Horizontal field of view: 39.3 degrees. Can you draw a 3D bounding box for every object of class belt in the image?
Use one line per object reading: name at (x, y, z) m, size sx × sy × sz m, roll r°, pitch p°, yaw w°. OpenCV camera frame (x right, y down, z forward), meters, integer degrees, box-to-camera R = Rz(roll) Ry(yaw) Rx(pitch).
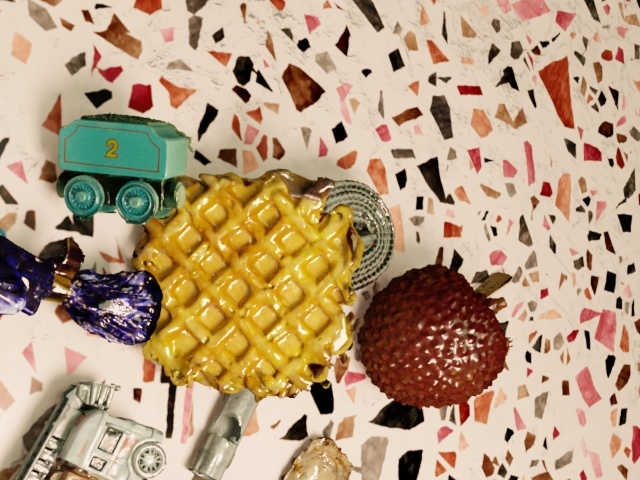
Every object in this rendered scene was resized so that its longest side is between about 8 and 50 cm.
belt at (0.000, 0.000, 1.624) m, size 0.295 × 0.160 × 0.207 m, roll -10°, pitch 93°, yaw -39°

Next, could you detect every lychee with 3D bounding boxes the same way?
lychee at (0.222, 0.187, 1.726) m, size 0.304 × 0.276 × 0.275 m, roll -28°, pitch 107°, yaw -2°

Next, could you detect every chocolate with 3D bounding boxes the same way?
chocolate at (-0.391, 0.064, 1.293) m, size 0.343 × 0.126 × 0.148 m, roll 22°, pitch 74°, yaw -47°

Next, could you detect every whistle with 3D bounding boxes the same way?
whistle at (-0.133, 0.270, 1.562) m, size 0.062 × 0.062 × 0.312 m, roll 40°, pitch 63°, yaw -29°

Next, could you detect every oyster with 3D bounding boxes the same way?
oyster at (-0.017, 0.443, 1.645) m, size 0.105 × 0.056 × 0.177 m, roll 45°, pitch 60°, yaw -14°

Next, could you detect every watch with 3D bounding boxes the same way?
watch at (0.358, 0.195, 1.951) m, size 0.268 × 0.102 × 0.165 m, roll -35°, pitch 115°, yaw -44°

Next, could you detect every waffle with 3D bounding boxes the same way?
waffle at (-0.121, 0.069, 1.461) m, size 0.382 × 0.095 × 0.379 m, roll 5°, pitch 83°, yaw 3°

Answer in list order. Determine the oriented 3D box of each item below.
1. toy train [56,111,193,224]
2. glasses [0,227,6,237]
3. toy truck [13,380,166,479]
toy train at (-0.302, -0.111, 1.373) m, size 0.112 × 0.203 × 0.163 m, roll -41°, pitch 136°, yaw -77°
glasses at (-0.533, 0.000, 1.213) m, size 0.102 × 0.207 × 0.239 m, roll 28°, pitch 63°, yaw 6°
toy truck at (-0.365, 0.373, 1.328) m, size 0.184 × 0.133 × 0.338 m, roll 32°, pitch 70°, yaw -23°
